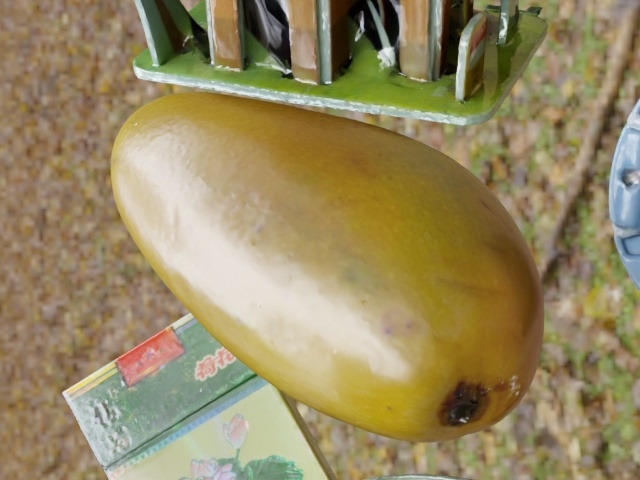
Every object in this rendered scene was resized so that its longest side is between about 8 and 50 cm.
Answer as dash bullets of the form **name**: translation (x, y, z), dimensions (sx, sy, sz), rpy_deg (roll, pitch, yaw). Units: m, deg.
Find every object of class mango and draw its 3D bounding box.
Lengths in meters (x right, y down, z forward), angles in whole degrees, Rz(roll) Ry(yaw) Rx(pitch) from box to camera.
- **mango**: translation (0.000, 0.000, 0.641), dimensions (0.253, 0.138, 0.113), rpy_deg (34, 141, 33)

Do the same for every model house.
- **model house**: translation (-0.011, -0.250, 1.009), dimensions (0.340, 0.300, 0.323), rpy_deg (-52, -34, -52)

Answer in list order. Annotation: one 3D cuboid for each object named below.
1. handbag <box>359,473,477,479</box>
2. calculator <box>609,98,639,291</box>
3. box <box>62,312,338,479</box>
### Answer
- **handbag**: translation (0.005, 0.145, 0.464), dimensions (0.256, 0.219, 0.079), rpy_deg (-157, 54, -67)
- **calculator**: translation (0.235, -0.017, 0.615), dimensions (0.039, 0.210, 0.121), rpy_deg (-64, -21, -73)
- **box**: translation (-0.058, 0.166, 0.903), dimensions (0.235, 0.132, 0.034), rpy_deg (60, -176, 16)
